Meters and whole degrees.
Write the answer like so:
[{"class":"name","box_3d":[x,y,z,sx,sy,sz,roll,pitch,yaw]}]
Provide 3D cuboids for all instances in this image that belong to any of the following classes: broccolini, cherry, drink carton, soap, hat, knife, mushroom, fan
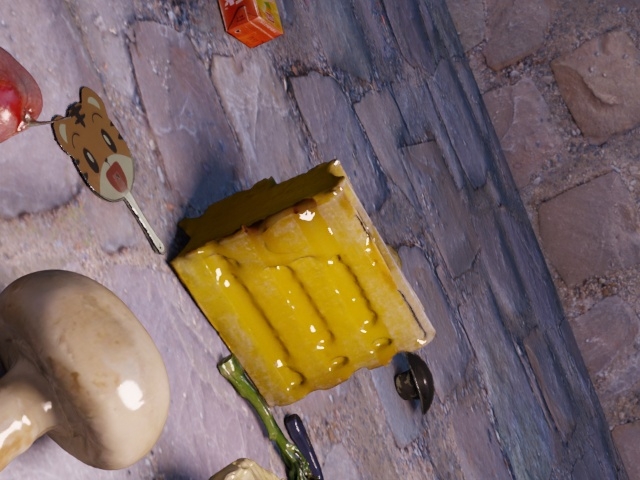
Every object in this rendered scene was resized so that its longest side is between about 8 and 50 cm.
[{"class":"broccolini","box_3d":[-0.068,0.262,1.688,0.057,0.071,0.254,-43,108,-23]},{"class":"cherry","box_3d":[-0.346,-0.153,1.332,0.126,0.087,0.106,55,23,20]},{"class":"drink carton","box_3d":[-0.136,-0.447,2.149,0.096,0.071,0.223,24,48,-63]},{"class":"soap","box_3d":[-0.019,0.057,1.684,0.281,0.259,0.143,60,16,-25]},{"class":"hat","box_3d":[0.159,0.248,2.206,0.121,0.050,0.121,-16,90,-73]},{"class":"knife","box_3d":[-0.018,0.297,1.775,0.121,0.018,0.031,66,14,-7]},{"class":"mushroom","box_3d":[-0.240,0.143,1.192,0.206,0.206,0.209,45,65,-46]},{"class":"fan","box_3d":[-0.254,-0.078,1.585,0.226,0.008,0.152,60,21,-17]}]

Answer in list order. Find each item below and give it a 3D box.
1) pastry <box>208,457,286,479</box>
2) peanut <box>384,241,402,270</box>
[{"class":"pastry","box_3d":[-0.075,0.376,1.376,0.256,0.170,0.237,57,1,-3]},{"class":"peanut","box_3d":[0.086,0.058,2.157,0.214,0.090,0.098,-57,163,-66]}]
